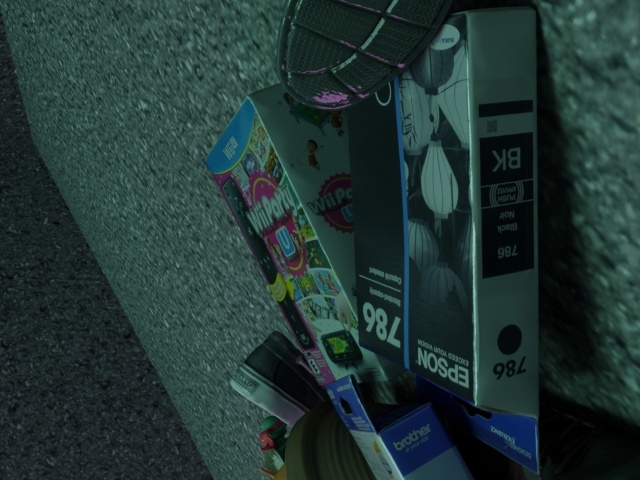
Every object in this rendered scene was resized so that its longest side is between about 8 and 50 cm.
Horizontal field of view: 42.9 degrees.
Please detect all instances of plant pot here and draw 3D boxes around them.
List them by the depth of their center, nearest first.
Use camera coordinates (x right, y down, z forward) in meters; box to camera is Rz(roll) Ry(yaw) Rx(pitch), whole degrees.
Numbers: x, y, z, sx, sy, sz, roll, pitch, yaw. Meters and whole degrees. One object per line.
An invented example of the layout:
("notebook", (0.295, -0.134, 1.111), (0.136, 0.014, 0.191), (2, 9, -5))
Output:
("plant pot", (0.083, 0.262, 0.890), (0.110, 0.237, 0.237), (-44, 68, 26))

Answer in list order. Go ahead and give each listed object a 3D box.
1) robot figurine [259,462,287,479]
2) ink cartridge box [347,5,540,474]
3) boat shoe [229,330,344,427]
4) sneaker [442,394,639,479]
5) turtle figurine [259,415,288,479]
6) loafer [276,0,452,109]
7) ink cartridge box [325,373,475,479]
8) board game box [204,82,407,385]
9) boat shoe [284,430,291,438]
("robot figurine", (0.020, 0.361, 1.062), (0.219, 0.128, 0.158), (44, -168, -17))
("ink cartridge box", (0.088, 0.002, 0.612), (0.165, 0.065, 0.333), (17, 115, 61))
("boat shoe", (0.000, 0.203, 1.064), (0.108, 0.102, 0.301), (28, 169, 43))
("sneaker", (0.164, 0.158, 0.670), (0.162, 0.106, 0.281), (63, 159, 11))
("turtle figurine", (-0.027, 0.342, 1.267), (0.234, 0.118, 0.175), (65, 175, -7))
("loafer", (0.049, -0.198, 0.500), (0.267, 0.096, 0.084), (122, 163, -44))
("ink cartridge box", (0.109, 0.249, 0.718), (0.311, 0.065, 0.186), (58, 170, 8))
("board game box", (0.000, 0.000, 0.880), (0.303, 0.097, 0.224), (64, 158, 2))
("boat shoe", (-0.020, 0.428, 1.454), (0.184, 0.066, 0.063), (58, 172, 8))
